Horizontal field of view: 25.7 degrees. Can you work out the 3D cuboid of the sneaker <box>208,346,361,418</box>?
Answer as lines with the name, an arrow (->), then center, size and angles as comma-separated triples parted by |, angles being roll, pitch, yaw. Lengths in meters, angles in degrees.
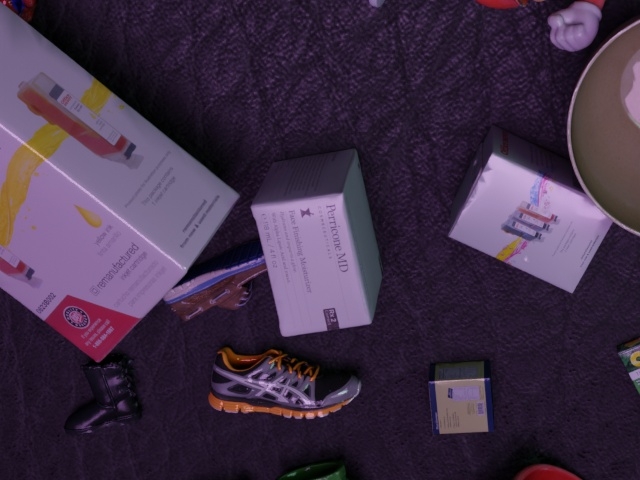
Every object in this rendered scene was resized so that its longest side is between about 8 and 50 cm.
sneaker -> -0.051, 0.191, 1.922 | 0.215, 0.084, 0.083 | 0, 106, 8

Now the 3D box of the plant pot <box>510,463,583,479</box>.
plant pot -> 0.281, 0.479, 1.912 | 0.275, 0.275, 0.243 | 41, 120, -9

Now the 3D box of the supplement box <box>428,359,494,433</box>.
supplement box -> 0.192, 0.213, 1.913 | 0.083, 0.056, 0.083 | -4, 110, 8

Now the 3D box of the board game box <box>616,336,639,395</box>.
board game box -> 0.540, 0.149, 1.863 | 0.260, 0.030, 0.136 | -25, 108, 15

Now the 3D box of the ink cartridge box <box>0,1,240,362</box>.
ink cartridge box -> -0.342, -0.065, 1.764 | 0.385, 0.160, 0.279 | 39, 138, -8

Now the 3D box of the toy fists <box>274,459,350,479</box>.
toy fists -> -0.063, 0.406, 2.001 | 0.279, 0.096, 0.142 | -14, 99, 13

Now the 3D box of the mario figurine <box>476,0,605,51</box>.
mario figurine -> 0.319, -0.347, 1.615 | 0.321, 0.170, 0.198 | -20, 68, 6

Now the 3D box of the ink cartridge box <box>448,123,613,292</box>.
ink cartridge box -> 0.265, -0.042, 1.768 | 0.176, 0.128, 0.127 | 25, 112, -2

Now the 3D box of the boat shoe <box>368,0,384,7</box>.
boat shoe -> 0.067, -0.358, 1.718 | 0.040, 0.049, 0.142 | 14, 112, 22

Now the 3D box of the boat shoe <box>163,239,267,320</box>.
boat shoe -> -0.124, 0.056, 1.892 | 0.183, 0.066, 0.066 | -21, 112, 24

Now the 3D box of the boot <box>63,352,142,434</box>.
boot -> -0.314, 0.216, 1.982 | 0.121, 0.045, 0.099 | -13, 111, 4

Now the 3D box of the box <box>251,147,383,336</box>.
box -> 0.000, 0.000, 1.787 | 0.119, 0.182, 0.181 | -9, 109, 11

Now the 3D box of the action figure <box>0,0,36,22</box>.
action figure -> -0.382, -0.353, 1.726 | 0.091, 0.139, 0.280 | 22, 114, -1

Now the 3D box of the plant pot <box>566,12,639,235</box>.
plant pot -> 0.430, -0.159, 1.669 | 0.284, 0.191, 0.284 | 2, 111, 5
